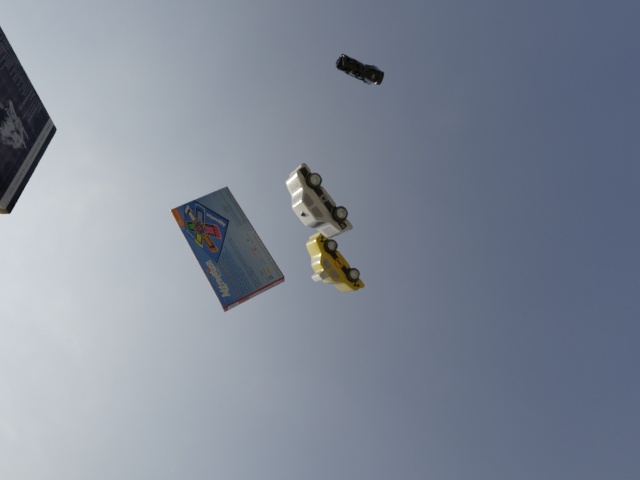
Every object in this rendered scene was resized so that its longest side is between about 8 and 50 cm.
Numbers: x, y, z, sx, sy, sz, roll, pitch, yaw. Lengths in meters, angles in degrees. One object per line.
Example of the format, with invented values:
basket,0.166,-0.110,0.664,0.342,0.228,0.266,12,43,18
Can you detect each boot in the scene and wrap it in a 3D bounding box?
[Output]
boot,0.081,-0.385,0.939,0.099,0.121,0.045,13,-67,-18

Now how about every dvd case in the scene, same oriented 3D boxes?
dvd case,-0.372,-0.162,0.454,0.018,0.164,0.221,-1,-38,-3

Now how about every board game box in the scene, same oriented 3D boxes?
board game box,-0.212,0.009,0.933,0.145,0.027,0.281,-26,-115,-19

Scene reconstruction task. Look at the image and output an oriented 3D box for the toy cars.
toy cars,0.000,0.000,1.016,0.087,0.177,0.393,-41,-42,-25
